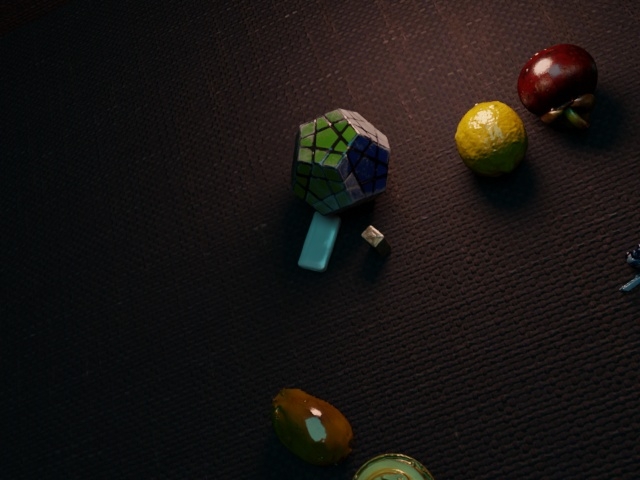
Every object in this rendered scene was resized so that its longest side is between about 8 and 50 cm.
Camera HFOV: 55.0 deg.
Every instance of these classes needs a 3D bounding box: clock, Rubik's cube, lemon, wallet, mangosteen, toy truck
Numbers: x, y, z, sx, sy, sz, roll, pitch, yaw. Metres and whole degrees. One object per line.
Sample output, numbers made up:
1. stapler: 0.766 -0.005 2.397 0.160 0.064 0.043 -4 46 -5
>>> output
1. clock: 0.172 0.632 1.479 0.237 0.057 0.237 -8 65 17
2. Rubik's cube: 0.055 -0.225 1.783 0.319 0.319 0.264 -52 35 -9
3. lemon: 0.474 -0.281 1.710 0.192 0.192 0.231 -22 68 8
4. wallet: 0.000 0.000 1.834 0.095 0.033 0.190 13 72 22
5. mangosteen: 0.670 -0.411 1.704 0.215 0.215 0.258 -26 82 6
6. toy truck: 0.787 0.061 1.529 0.136 0.063 0.074 -36 80 4

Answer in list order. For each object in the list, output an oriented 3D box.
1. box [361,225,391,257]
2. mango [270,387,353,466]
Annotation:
1. box: 0.160 0.003 1.741 0.045 0.098 0.062 -48 59 0
2. mango: -0.027 0.472 1.580 0.156 0.151 0.248 -32 48 -33
